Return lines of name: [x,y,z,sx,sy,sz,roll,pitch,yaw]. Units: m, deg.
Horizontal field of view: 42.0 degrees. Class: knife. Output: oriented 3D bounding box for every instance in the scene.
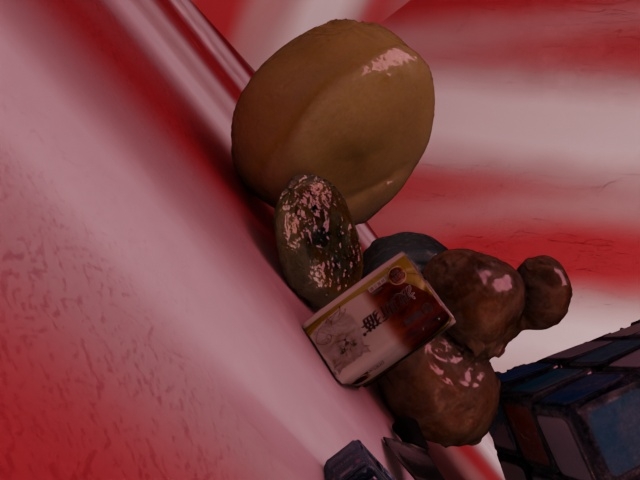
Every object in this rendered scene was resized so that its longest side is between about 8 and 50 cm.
knife: [0.102,0.241,0.942,0.060,0.028,0.230,20,4,-6]

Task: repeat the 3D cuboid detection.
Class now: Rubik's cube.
Rubik's cube: [0.479,0.317,1.200,0.359,0.362,0.363,143,-72,-73]

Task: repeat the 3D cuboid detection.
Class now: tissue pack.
tissue pack: [0.073,0.099,1.002,0.099,0.149,0.106,56,7,19]

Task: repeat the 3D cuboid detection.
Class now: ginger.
ginger: [0.201,0.127,1.139,0.245,0.304,0.155,34,6,-20]

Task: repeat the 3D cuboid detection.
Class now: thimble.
thimble: [0.145,0.107,1.285,0.143,0.198,0.235,-111,178,-74]

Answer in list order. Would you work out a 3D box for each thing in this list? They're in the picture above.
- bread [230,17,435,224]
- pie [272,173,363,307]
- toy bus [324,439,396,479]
bread: [0.012,-0.179,1.266,0.237,0.320,0.320,32,-7,34]
pie: [0.000,0.000,1.123,0.187,0.041,0.186,23,61,-50]
toy bus: [0.069,0.240,0.701,0.166,0.047,0.065,50,4,-21]
